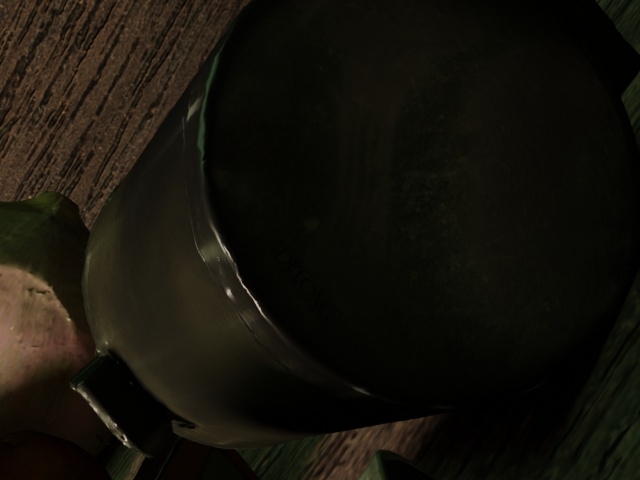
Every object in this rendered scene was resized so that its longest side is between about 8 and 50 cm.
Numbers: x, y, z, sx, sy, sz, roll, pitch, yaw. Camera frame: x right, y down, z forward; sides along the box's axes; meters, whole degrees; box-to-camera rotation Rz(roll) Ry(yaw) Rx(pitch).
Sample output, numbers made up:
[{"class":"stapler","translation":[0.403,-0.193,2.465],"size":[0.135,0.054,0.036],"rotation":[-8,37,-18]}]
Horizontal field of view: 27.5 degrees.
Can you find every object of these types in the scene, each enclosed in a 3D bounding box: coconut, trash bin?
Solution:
[{"class":"coconut","translation":[-0.399,0.113,1.639],"size":[0.405,0.404,0.404],"rotation":[-53,11,15]},{"class":"trash bin","translation":[0.000,0.000,0.676],"size":[0.252,0.203,0.301],"rotation":[-41,3,-24]}]

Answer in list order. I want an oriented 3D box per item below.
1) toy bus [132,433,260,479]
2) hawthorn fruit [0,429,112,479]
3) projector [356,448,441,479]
[{"class":"toy bus","translation":[-0.154,0.293,0.770],"size":[0.093,0.092,0.409],"rotation":[-36,22,56]},{"class":"hawthorn fruit","translation":[-0.231,0.263,0.911],"size":[0.224,0.224,0.261],"rotation":[-43,50,50]},{"class":"projector","translation":[0.031,0.134,0.445],"size":[0.082,0.083,0.083],"rotation":[-54,12,9]}]
